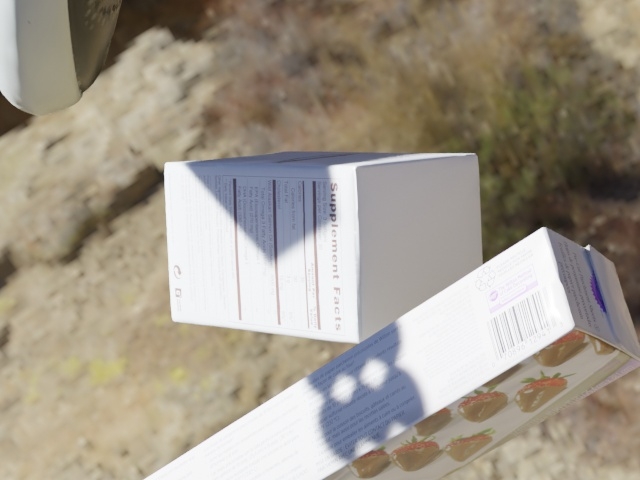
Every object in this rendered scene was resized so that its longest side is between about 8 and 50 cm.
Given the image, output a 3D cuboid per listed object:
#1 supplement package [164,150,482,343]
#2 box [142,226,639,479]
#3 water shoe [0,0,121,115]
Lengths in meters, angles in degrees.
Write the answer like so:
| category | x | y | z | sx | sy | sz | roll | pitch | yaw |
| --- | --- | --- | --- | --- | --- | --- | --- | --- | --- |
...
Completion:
| category | x | y | z | sx | sy | sz | roll | pitch | yaw |
| --- | --- | --- | --- | --- | --- | --- | --- | --- | --- |
| supplement package | 0.000 | 0.000 | 1.162 | 0.105 | 0.105 | 0.179 | -7 | 7 | -42 |
| box | 0.022 | 0.103 | 1.015 | 0.324 | 0.063 | 0.067 | -35 | 49 | 30 |
| water shoe | -0.021 | -0.121 | 0.396 | 0.080 | 0.203 | 0.073 | 11 | 6 | -9 |
